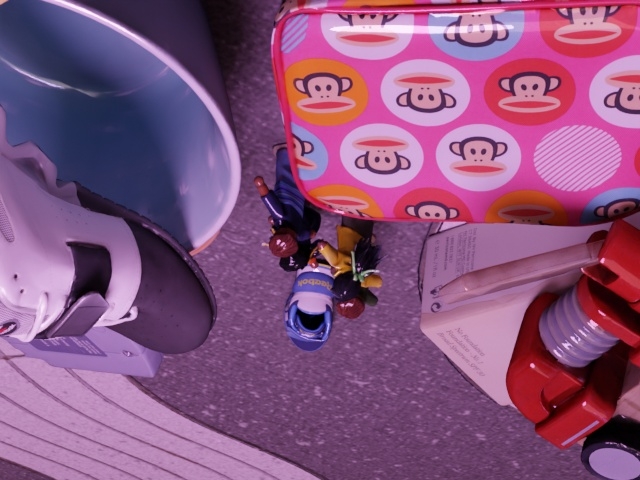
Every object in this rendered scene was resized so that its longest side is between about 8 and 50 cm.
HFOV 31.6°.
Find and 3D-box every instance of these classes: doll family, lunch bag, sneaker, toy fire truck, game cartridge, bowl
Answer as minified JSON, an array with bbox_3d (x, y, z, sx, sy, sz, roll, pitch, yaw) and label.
[{"bbox_3d":[0.000,0.000,1.010,0.193,0.111,0.076,32,138,-29],"label":"doll family"},{"bbox_3d":[0.112,-0.127,0.807,0.293,0.120,0.258,2,143,9],"label":"lunch bag"},{"bbox_3d":[-0.206,0.026,0.787,0.122,0.146,0.330,-22,136,33],"label":"sneaker"},{"bbox_3d":[0.200,0.068,0.869,0.246,0.158,0.217,33,138,-7],"label":"toy fire truck"},{"bbox_3d":[-0.284,0.050,1.145,0.196,0.060,0.294,6,151,28],"label":"game cartridge"},{"bbox_3d":[-0.013,0.081,1.168,0.053,0.059,0.144,5,145,1],"label":"sneaker"},{"bbox_3d":[-0.200,-0.126,0.834,0.312,0.163,0.311,6,144,4],"label":"bowl"}]

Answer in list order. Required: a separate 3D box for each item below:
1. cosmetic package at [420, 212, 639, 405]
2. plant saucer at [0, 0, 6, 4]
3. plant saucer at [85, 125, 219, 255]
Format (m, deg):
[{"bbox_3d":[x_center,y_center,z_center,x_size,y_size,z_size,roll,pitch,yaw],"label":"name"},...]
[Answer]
[{"bbox_3d":[0.261,0.037,1.010,0.309,0.113,0.160,-19,135,33],"label":"cosmetic package"},{"bbox_3d":[-0.245,-0.251,0.605,0.333,0.332,0.081,-20,177,27],"label":"plant saucer"},{"bbox_3d":[-0.185,-0.049,1.044,0.200,0.037,0.200,5,145,4],"label":"plant saucer"}]
